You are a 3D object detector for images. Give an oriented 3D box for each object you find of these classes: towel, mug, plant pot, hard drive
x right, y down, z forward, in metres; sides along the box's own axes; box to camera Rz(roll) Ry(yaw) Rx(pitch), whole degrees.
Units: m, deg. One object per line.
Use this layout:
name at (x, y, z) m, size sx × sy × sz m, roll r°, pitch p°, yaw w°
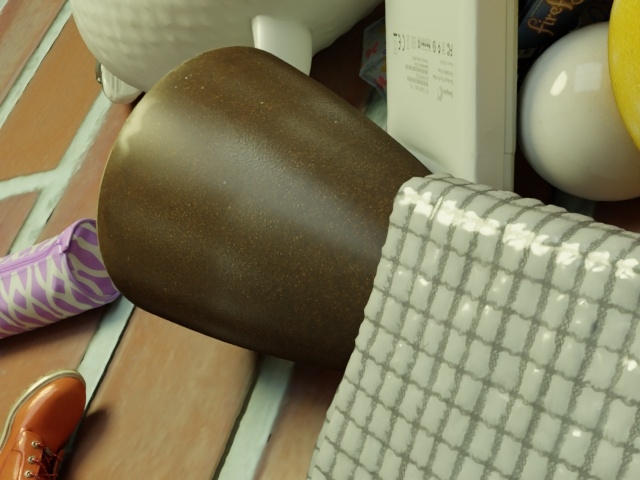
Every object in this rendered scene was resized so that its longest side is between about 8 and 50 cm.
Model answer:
towel at (0.104, 0.126, 0.550) m, size 0.235 × 0.121 × 0.284 m, roll 20°, pitch 96°, yaw 52°
mug at (-0.086, -0.234, 1.045) m, size 0.328 × 0.276 × 0.374 m, roll -31°, pitch 60°, yaw 51°
plant pot at (0.000, 0.000, 0.789) m, size 0.230 × 0.215 × 0.215 m, roll 27°, pitch 74°, yaw 38°
hard drive at (0.087, -0.199, 0.800) m, size 0.040 × 0.308 × 0.203 m, roll -4°, pitch 14°, yaw -12°

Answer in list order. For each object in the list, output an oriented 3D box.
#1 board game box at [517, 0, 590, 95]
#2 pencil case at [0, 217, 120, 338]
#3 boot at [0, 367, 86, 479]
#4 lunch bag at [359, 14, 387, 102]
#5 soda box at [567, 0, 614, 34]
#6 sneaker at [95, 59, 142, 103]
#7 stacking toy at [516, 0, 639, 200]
board game box at (0.126, -0.244, 0.806) m, size 0.042 × 0.165 × 0.243 m, roll -4°, pitch 69°, yaw -13°
pencil case at (-0.281, 0.040, 1.088) m, size 0.206 × 0.088 × 0.086 m, roll -18°, pitch 45°, yaw 29°
boot at (-0.230, 0.182, 0.928) m, size 0.084 × 0.059 × 0.158 m, roll 24°, pitch 80°, yaw 49°
lunch bag at (0.080, -0.169, 0.990) m, size 0.083 × 0.053 × 0.071 m, roll -32°, pitch 34°, yaw 31°
soda box at (0.223, -0.205, 0.856) m, size 0.083 × 0.092 × 0.263 m, roll -52°, pitch 37°, yaw -11°
sneaker at (-0.233, -0.197, 1.325) m, size 0.065 × 0.061 × 0.158 m, roll -54°, pitch 26°, yaw 33°
stacking toy at (0.271, -0.118, 0.597) m, size 0.480 × 0.350 × 0.351 m, roll -12°, pitch 44°, yaw 59°
